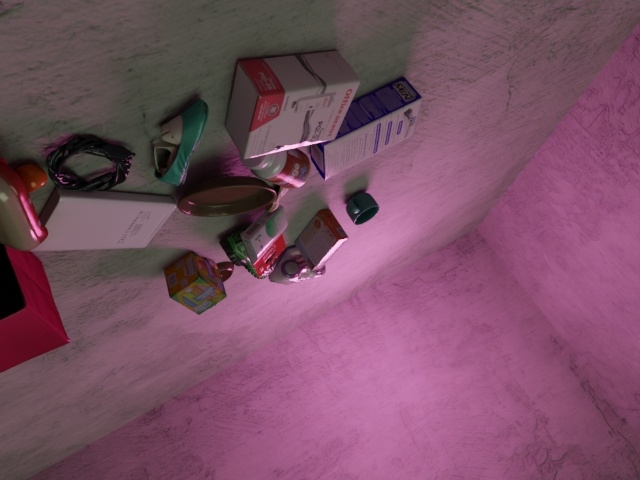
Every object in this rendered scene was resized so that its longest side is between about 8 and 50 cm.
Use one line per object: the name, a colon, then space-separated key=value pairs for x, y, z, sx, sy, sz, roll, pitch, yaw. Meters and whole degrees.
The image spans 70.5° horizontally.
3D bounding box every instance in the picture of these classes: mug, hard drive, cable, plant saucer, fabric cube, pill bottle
mug: x=0.171 y=-0.147 z=1.903 sx=0.129 sy=0.097 sz=0.158 roll=-28 pitch=159 yaw=-9
hard drive: x=-0.053 y=0.066 z=2.150 sx=0.318 sy=0.040 sz=0.210 roll=-17 pitch=155 yaw=-36
cable: x=-0.505 y=-0.160 z=0.983 sx=0.150 sy=0.047 sz=0.184 roll=-37 pitch=164 yaw=28
hard drive: x=-0.552 y=-0.047 z=1.167 sx=0.203 sy=0.040 sz=0.307 roll=-43 pitch=157 yaw=28
plant saucer: x=-0.263 y=-0.124 z=1.284 sx=0.277 sy=0.041 sz=0.278 roll=-9 pitch=170 yaw=-2
fabric cube: x=-0.756 y=0.143 z=0.993 sx=0.254 sy=0.259 sz=0.258 roll=-25 pitch=159 yaw=-21
plant saucer: x=-0.419 y=0.144 z=1.819 sx=0.168 sy=0.029 sz=0.168 roll=-28 pitch=159 yaw=-12
pill bottle: x=-0.126 y=-0.221 z=1.266 sx=0.121 sy=0.121 sz=0.216 roll=-39 pitch=159 yaw=19

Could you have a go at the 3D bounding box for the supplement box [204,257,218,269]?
supplement box: x=-0.442 y=0.111 z=1.694 sx=0.098 sy=0.036 sz=0.062 roll=-33 pitch=159 yaw=5

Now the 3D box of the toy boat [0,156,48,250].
toy boat: x=-0.600 y=-0.092 z=0.884 sx=0.231 sy=0.150 sz=0.151 roll=105 pitch=10 yaw=-48

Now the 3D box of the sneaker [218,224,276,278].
sneaker: x=-0.235 y=0.045 z=1.706 sx=0.146 sy=0.134 sz=0.343 roll=-34 pitch=159 yaw=4

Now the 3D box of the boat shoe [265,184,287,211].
boat shoe: x=-0.154 y=-0.151 z=1.503 sx=0.045 sy=0.050 sz=0.135 roll=-2 pitch=134 yaw=-48

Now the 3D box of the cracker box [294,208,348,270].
cracker box: x=0.000 y=0.000 z=1.909 sx=0.067 sy=0.156 sz=0.232 roll=-12 pitch=152 yaw=-45

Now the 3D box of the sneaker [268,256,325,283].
sneaker: x=-0.105 y=0.132 z=2.048 sx=0.305 sy=0.114 sz=0.152 roll=-2 pitch=158 yaw=-46

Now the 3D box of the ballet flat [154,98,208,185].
ballet flat: x=-0.331 y=-0.219 z=1.041 sx=0.087 sy=0.083 sz=0.247 roll=2 pitch=141 yaw=-34

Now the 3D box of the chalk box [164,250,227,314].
chalk box: x=-0.428 y=0.163 z=1.614 sx=0.132 sy=0.132 sz=0.213 roll=-34 pitch=141 yaw=6

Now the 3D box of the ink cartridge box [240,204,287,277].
ink cartridge box: x=-0.179 y=0.009 z=1.608 sx=0.181 sy=0.056 sz=0.225 roll=-50 pitch=143 yaw=-32

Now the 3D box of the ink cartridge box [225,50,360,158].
ink cartridge box: x=-0.069 y=-0.331 z=1.102 sx=0.282 sy=0.117 sz=0.207 roll=-20 pitch=156 yaw=-30

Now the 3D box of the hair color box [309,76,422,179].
hair color box: x=0.132 y=-0.341 z=1.390 sx=0.338 sy=0.110 sz=0.185 roll=-27 pitch=158 yaw=-10
